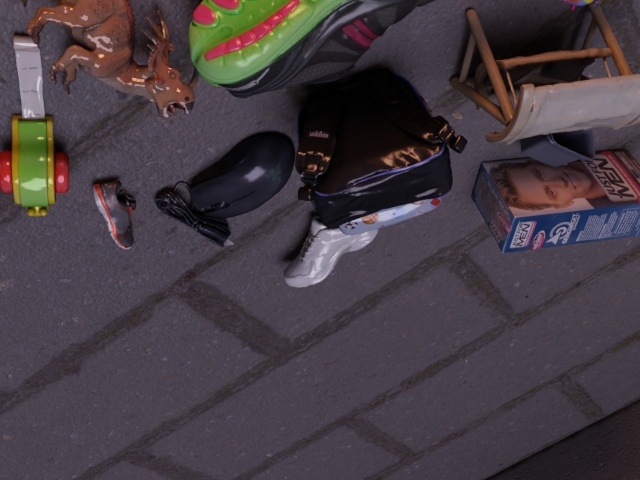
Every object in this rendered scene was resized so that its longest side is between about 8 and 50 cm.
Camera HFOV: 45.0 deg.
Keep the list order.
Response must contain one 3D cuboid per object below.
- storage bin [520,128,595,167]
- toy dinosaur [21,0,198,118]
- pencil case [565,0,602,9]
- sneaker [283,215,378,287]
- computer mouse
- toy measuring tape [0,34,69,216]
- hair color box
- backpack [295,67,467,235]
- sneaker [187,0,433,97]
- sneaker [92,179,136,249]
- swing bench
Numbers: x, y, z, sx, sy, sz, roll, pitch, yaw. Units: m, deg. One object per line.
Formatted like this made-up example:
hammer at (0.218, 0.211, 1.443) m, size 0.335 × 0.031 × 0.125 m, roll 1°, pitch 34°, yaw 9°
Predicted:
storage bin at (0.466, -0.204, 1.543) m, size 0.135 × 0.098 × 0.091 m, roll 16°, pitch 155°, yaw -33°
toy dinosaur at (-0.310, -0.313, 1.121) m, size 0.200 × 0.127 × 0.296 m, roll -23°, pitch 126°, yaw -7°
pencil case at (0.361, -0.452, 1.231) m, size 0.236 × 0.104 × 0.104 m, roll 16°, pitch 127°, yaw -31°
sneaker at (0.000, 0.000, 1.593) m, size 0.232 × 0.090 × 0.115 m, roll -40°, pitch 128°, yaw 9°
computer mouse at (-0.154, -0.089, 1.441) m, size 0.272 × 0.072 × 0.188 m, roll -36°, pitch 134°, yaw 18°
toy measuring tape at (-0.458, -0.156, 1.230) m, size 0.121 × 0.121 × 0.330 m, roll -2°, pitch 135°, yaw -18°
hair color box at (0.514, -0.087, 1.610) m, size 0.346 × 0.174 × 0.105 m, roll -7°, pitch 136°, yaw -13°
backpack at (0.086, -0.157, 1.318) m, size 0.276 × 0.264 × 0.213 m, roll -14°, pitch 144°, yaw 1°
sneaker at (0.030, -0.365, 1.180) m, size 0.482 × 0.185 × 0.202 m, roll -23°, pitch 166°, yaw 0°
sneaker at (-0.364, -0.046, 1.421) m, size 0.064 × 0.061 × 0.158 m, roll -21°, pitch 139°, yaw -7°
swing bench at (0.393, -0.271, 1.312) m, size 0.253 × 0.255 × 0.165 m, roll -8°, pitch 137°, yaw -12°
